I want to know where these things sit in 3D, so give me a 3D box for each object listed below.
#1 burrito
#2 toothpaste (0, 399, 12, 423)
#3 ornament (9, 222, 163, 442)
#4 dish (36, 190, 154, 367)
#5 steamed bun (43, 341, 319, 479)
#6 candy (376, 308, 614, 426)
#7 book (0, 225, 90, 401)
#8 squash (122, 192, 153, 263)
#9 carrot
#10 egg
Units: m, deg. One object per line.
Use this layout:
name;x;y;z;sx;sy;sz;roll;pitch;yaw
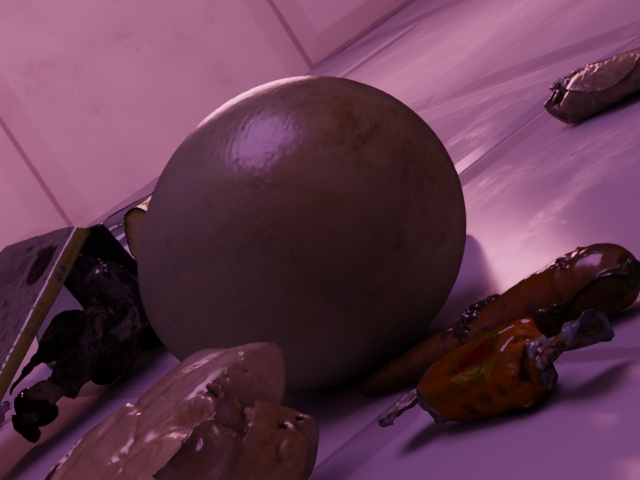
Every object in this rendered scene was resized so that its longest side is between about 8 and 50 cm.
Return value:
burrito;0.275;-0.150;1.661;0.188;0.045;0.058;-19;24;50
toothpaste;-0.420;0.226;2.089;0.170;0.028;0.045;-31;16;23
ornament;-0.262;0.110;1.862;0.196;0.153;0.166;-50;16;-32
dish;-0.237;0.017;2.268;0.324;0.124;0.324;-32;9;6
steamed bun;-0.074;0.149;1.093;0.192;0.106;0.177;-44;16;-14
candy;0.102;0.078;1.048;0.182;0.046;0.053;-30;11;49
book;-0.356;0.144;1.834;0.239;0.035;0.352;-14;46;60
squash;-0.098;-0.041;2.093;0.247;0.132;0.132;-37;10;-31
carrot;0.108;0.058;1.159;0.254;0.049;0.049;-30;8;43
egg;-0.023;0.005;1.323;0.218;0.218;0.295;-41;0;-41
